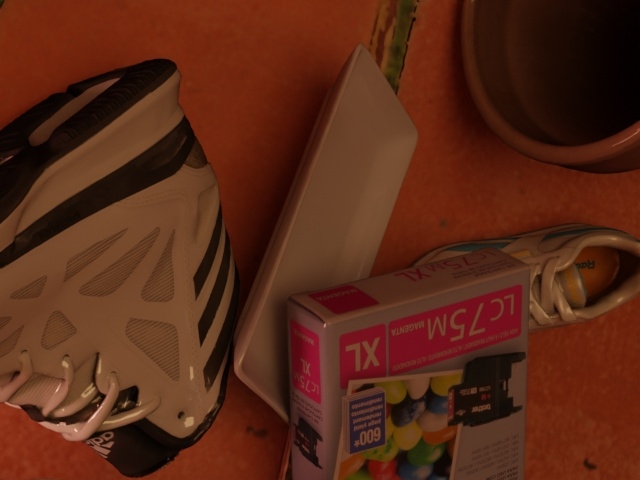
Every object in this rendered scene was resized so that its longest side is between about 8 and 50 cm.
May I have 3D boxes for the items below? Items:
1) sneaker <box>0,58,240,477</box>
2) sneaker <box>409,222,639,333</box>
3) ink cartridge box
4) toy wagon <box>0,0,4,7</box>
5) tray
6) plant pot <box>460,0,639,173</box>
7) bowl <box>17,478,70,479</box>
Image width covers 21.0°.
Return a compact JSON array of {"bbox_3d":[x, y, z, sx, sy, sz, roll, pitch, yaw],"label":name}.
[{"bbox_3d":[-0.189,0.082,1.127,0.447,0.169,0.257,-42,115,-43],"label":"sneaker"},{"bbox_3d":[0.158,0.037,1.376,0.229,0.092,0.087,-19,100,-21],"label":"sneaker"},{"bbox_3d":[0.069,0.172,1.303,0.186,0.065,0.311,-14,117,-29],"label":"ink cartridge box"},{"bbox_3d":[-0.282,-0.290,1.160,0.267,0.068,0.344,36,64,-9],"label":"toy wagon"},{"bbox_3d":[0.000,0.000,1.290,0.145,0.030,0.270,52,53,-57],"label":"tray"},{"bbox_3d":[0.277,-0.165,1.365,0.229,0.263,0.263,14,85,-43],"label":"plant pot"},{"bbox_3d":[-0.216,0.306,1.175,0.312,0.163,0.311,0,91,-23],"label":"bowl"}]
